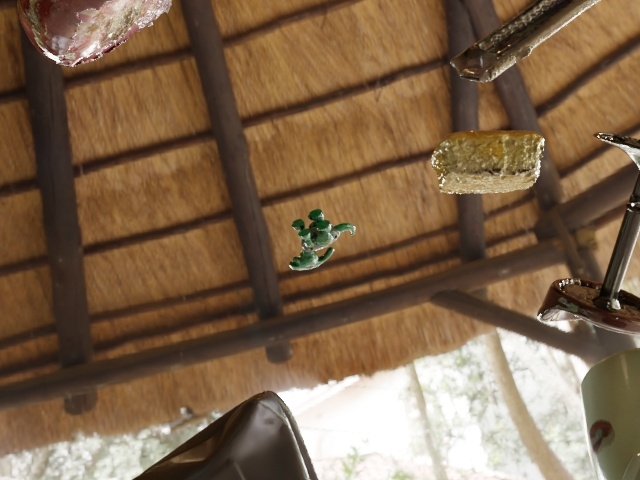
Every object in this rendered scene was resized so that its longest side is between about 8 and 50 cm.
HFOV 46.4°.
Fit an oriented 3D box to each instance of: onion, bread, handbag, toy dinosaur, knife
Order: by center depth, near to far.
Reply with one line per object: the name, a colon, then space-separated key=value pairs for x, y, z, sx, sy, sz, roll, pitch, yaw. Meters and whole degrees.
knife: x=0.304 y=-0.294 z=0.930 sx=0.365 sy=0.089 sz=0.043 roll=-35 pitch=-52 yaw=-20
onion: x=-0.286 y=-0.334 z=0.967 sx=0.248 sy=0.161 sz=0.248 roll=-26 pitch=-1 yaw=-1
handbag: x=-0.140 y=0.431 z=1.126 sx=0.342 sy=0.288 sz=0.152 roll=-35 pitch=-10 yaw=5
toy dinosaur: x=0.000 y=0.000 z=1.316 sx=0.132 sy=0.059 sz=0.096 roll=-24 pitch=-48 yaw=-8
bread: x=0.372 y=-0.173 z=1.660 sx=0.246 sy=0.121 sz=0.174 roll=-4 pitch=-13 yaw=-3

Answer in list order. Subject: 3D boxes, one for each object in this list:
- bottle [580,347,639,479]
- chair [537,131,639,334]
bottle: x=0.495 y=0.339 z=1.061 sx=0.229 sy=0.351 sz=0.229 roll=6 pitch=-47 yaw=7
chair: x=0.572 y=0.013 z=1.414 sx=0.227 sy=0.226 sz=0.400 roll=3 pitch=-70 yaw=-30
